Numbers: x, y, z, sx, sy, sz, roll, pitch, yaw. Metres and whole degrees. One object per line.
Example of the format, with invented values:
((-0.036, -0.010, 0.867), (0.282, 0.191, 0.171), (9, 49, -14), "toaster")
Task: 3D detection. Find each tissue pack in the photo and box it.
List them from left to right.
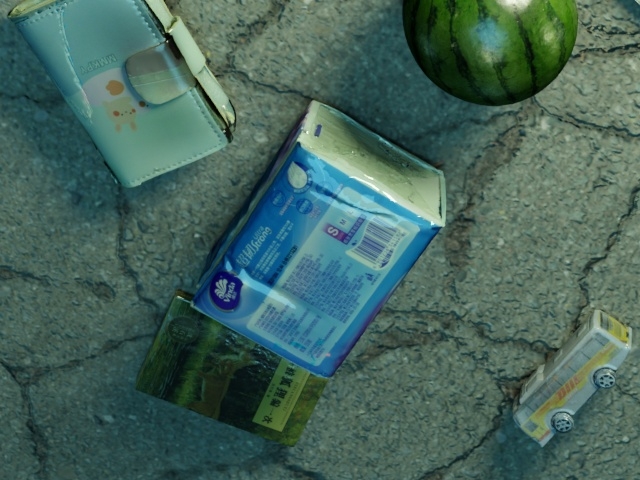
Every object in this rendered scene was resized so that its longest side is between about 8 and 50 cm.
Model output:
((0.000, 0.000, 1.876), (0.198, 0.146, 0.263), (29, 120, -10), "tissue pack")

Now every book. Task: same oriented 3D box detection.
((-0.109, 0.169, 2.058), (0.228, 0.024, 0.160), (22, 118, -7), "book")

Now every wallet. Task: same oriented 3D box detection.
((-0.223, -0.192, 1.824), (0.176, 0.075, 0.250), (-20, 118, 20), "wallet")

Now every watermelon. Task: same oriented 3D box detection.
((0.177, -0.247, 1.685), (0.188, 0.188, 0.214), (-14, 131, 13), "watermelon")

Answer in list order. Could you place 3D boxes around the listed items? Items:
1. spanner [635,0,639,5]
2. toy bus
((0.353, -0.277, 1.752), (0.325, 0.026, 0.093), (39, 117, -15), "spanner")
((0.318, 0.176, 2.001), (0.075, 0.064, 0.190), (35, 118, -8), "toy bus")
